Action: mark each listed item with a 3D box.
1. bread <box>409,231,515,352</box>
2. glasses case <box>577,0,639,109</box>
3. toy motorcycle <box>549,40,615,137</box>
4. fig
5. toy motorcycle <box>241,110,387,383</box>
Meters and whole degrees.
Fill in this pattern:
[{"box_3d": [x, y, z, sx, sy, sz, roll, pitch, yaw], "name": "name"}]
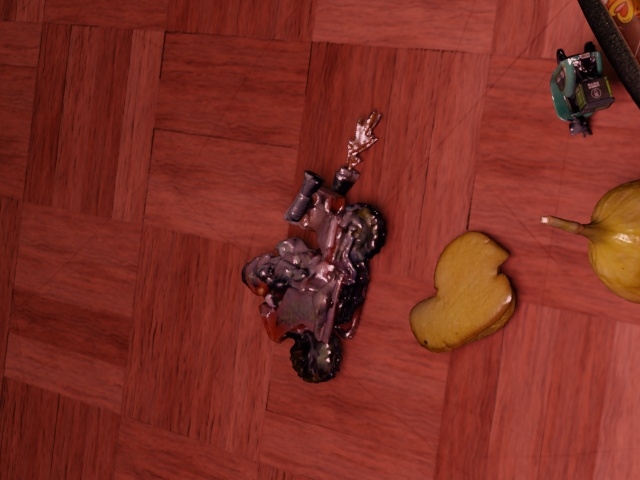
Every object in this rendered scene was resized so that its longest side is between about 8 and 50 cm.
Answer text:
[{"box_3d": [0.201, 0.076, 1.952, 0.187, 0.065, 0.149, -38, 54, 36], "name": "bread"}, {"box_3d": [0.402, -0.243, 1.747, 0.082, 0.122, 0.321, -36, 67, 28], "name": "glasses case"}, {"box_3d": [0.329, -0.193, 1.798, 0.058, 0.173, 0.100, -13, 81, -3], "name": "toy motorcycle"}, {"box_3d": [0.363, -0.009, 1.693, 0.159, 0.257, 0.159, -16, 70, 53], "name": "fig"}, {"box_3d": [0.000, 0.000, 2.076, 0.207, 0.134, 0.401, 29, 108, 31], "name": "toy motorcycle"}]
